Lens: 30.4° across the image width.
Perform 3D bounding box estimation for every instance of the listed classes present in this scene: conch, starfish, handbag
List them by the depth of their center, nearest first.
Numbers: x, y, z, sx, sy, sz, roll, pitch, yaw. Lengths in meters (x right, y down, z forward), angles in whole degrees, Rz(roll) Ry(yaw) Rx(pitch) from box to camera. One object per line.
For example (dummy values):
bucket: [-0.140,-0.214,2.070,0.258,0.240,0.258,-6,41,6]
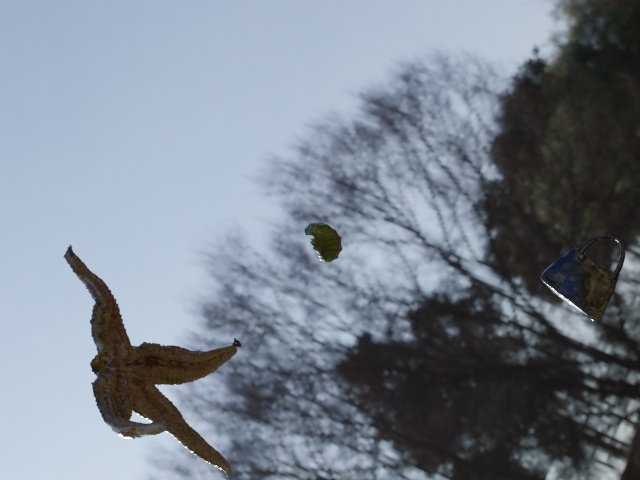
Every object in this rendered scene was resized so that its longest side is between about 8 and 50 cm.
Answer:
handbag: [0.456,0.052,1.972,0.139,0.115,0.072,-49,-25,0]
starfish: [-0.308,0.231,2.140,0.132,0.384,0.398,-51,32,27]
conch: [0.000,0.000,2.462,0.074,0.089,0.121,-50,-30,9]
